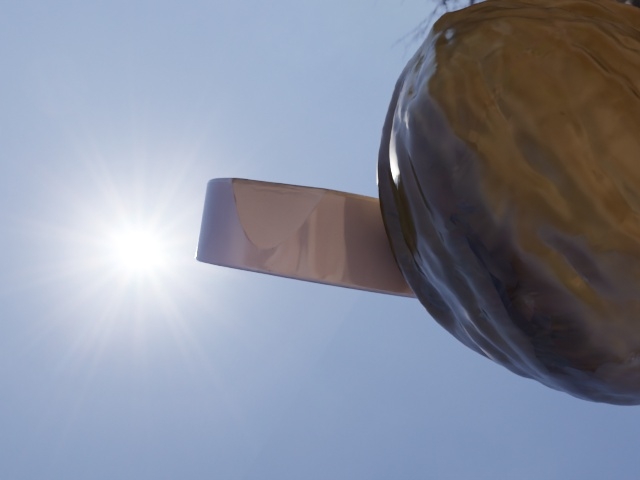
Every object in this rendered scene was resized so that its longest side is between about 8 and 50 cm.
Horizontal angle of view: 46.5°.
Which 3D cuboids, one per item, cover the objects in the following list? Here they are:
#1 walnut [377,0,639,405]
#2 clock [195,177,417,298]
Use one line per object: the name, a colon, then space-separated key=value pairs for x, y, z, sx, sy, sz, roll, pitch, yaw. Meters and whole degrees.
walnut: x=0.147 y=-0.027 z=0.455 sx=0.261 sy=0.225 sz=0.225 roll=53 pitch=-136 yaw=-5
clock: x=0.000 y=0.000 z=0.610 sx=0.197 sy=0.197 sz=0.068 roll=10 pitch=-92 yaw=-19
